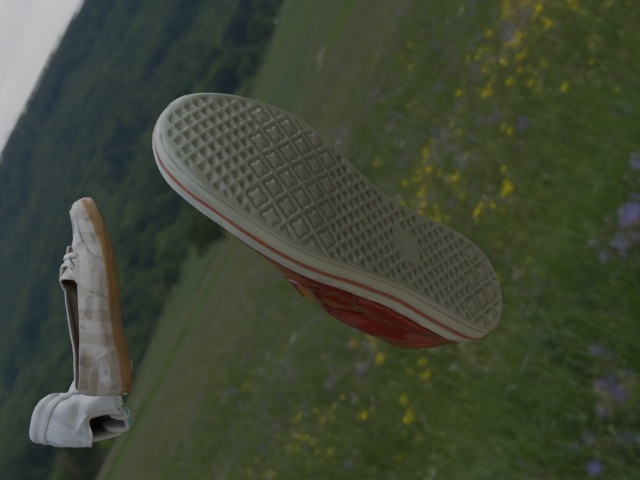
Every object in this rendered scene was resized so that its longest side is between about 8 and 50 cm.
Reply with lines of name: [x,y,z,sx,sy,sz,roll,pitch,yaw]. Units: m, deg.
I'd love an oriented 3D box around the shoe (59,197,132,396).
shoe: [-0.246,0.059,1.333,0.076,0.058,0.219,136,124,-65]

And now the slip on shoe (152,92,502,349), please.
slip on shoe: [0.000,0.000,0.965,0.101,0.331,0.123,-28,45,38]

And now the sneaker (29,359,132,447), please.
sneaker: [-0.268,0.205,1.552,0.212,0.094,0.080,-47,-32,-64]
